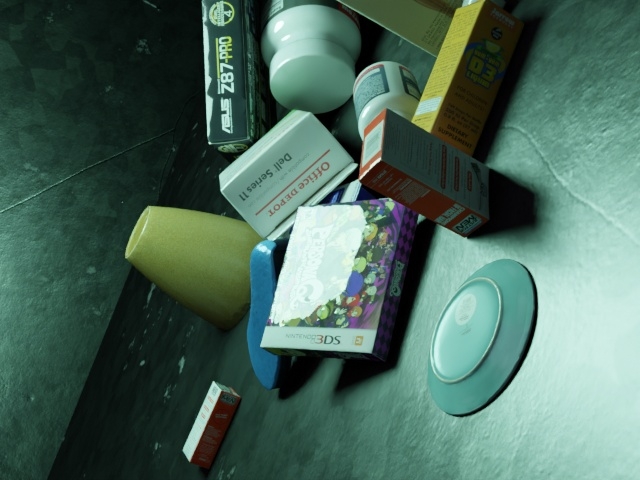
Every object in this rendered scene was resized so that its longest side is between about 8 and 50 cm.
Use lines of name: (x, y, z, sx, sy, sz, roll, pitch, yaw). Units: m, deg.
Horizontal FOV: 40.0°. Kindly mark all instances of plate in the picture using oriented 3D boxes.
plate: (0.170, 0.103, 0.987, 0.188, 0.024, 0.188, -52, 24, 34)

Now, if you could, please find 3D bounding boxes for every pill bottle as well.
pill bottle: (0.110, -0.195, 1.372, 0.108, 0.108, 0.180, -53, 22, 29)
pill bottle: (-0.022, -0.453, 1.832, 0.210, 0.210, 0.363, -44, 39, 44)

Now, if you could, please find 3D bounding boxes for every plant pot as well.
plant pot: (-0.267, 0.035, 1.833, 0.237, 0.254, 0.237, -52, 24, 34)

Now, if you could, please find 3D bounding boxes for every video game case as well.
video game case: (0.027, 0.054, 1.254, 0.210, 0.042, 0.232, -2, 65, 41)

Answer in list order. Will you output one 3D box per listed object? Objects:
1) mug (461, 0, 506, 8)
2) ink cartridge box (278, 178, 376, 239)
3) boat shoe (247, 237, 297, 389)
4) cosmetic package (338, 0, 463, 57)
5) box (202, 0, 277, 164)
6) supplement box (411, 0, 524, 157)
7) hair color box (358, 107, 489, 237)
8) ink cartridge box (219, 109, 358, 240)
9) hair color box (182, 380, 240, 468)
mug: (0.237, -0.335, 1.310, 0.064, 0.062, 0.078, -69, -15, 13)
ink cartridge box: (0.000, 0.000, 1.481, 0.332, 0.065, 0.165, -12, 54, 67)
boat shoe: (-0.054, 0.121, 1.393, 0.109, 0.089, 0.258, 35, 129, 41)
cosmetic package: (0.098, -0.417, 1.387, 0.129, 0.296, 0.153, -59, 21, 19)
box: (-0.163, -0.358, 1.859, 0.318, 0.097, 0.395, 38, -132, -77)
supplement box: (0.197, -0.213, 1.219, 0.080, 0.078, 0.233, -3, 64, 68)
hair color box: (0.131, -0.083, 1.092, 0.053, 0.167, 0.093, -43, 29, 44)
ink cartridge box: (-0.066, -0.123, 1.548, 0.207, 0.119, 0.353, -42, 12, 0)
hair color box: (-0.200, 0.337, 1.609, 0.141, 0.043, 0.072, -67, 20, -2)
